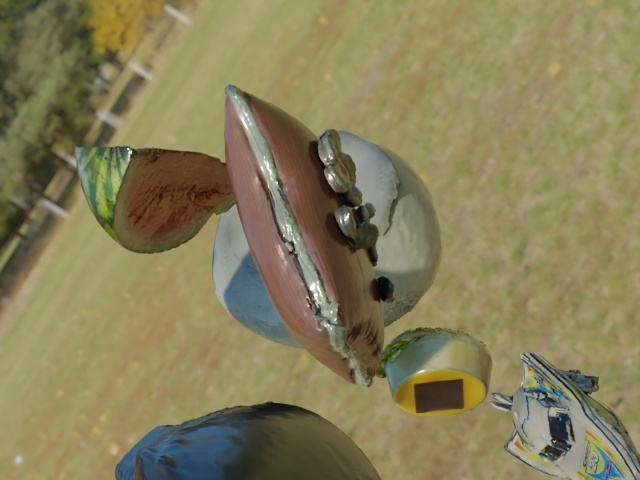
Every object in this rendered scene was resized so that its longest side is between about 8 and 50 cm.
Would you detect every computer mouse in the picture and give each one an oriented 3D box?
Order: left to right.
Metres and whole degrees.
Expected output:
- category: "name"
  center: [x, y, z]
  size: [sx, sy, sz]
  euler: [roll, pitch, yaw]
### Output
- category: "computer mouse"
  center: [-0.013, 0.127, 0.610]
  size: [0.088, 0.147, 0.264]
  euler: [-38, 0, -18]

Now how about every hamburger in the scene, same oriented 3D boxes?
- category: "hamburger"
  center: [0.129, 0.148, 1.672]
  size: [0.141, 0.126, 0.081]
  euler: [-15, 53, 17]

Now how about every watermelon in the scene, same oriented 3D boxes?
- category: "watermelon"
  center: [-0.116, -0.025, 0.975]
  size: [0.163, 0.087, 0.068]
  euler: [9, -97, -61]

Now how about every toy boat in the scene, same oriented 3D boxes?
- category: "toy boat"
  center: [0.195, 0.148, 1.078]
  size: [0.210, 0.066, 0.084]
  euler: [-143, 62, -70]

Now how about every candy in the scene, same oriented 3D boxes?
- category: "candy"
  center: [0.008, 0.009, 1.702]
  size: [0.296, 0.185, 0.295]
  euler: [-15, 55, 23]

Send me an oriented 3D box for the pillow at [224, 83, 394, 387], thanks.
- category: "pillow"
  center: [0.000, 0.000, 0.894]
  size: [0.075, 0.171, 0.179]
  euler: [-20, -17, 5]
